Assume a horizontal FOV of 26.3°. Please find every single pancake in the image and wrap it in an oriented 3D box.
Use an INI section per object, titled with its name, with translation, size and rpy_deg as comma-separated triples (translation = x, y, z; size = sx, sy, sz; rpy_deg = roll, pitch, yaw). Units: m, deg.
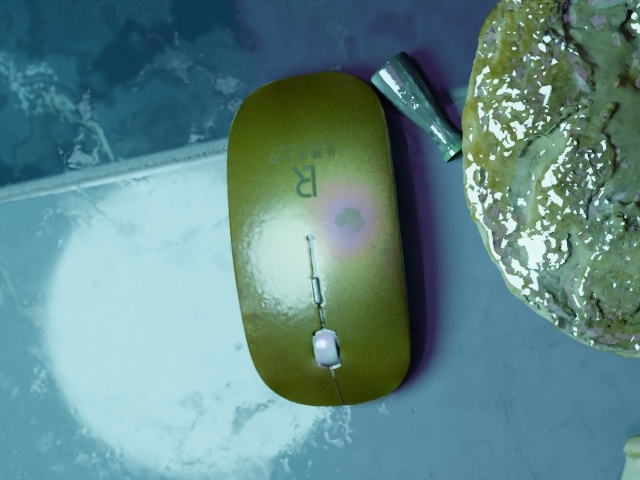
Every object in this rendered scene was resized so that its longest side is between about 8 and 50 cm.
[pancake]
translation = 0.303, -0.081, 1.184
size = 0.387, 0.082, 0.387
rpy_deg = 1, 94, 12

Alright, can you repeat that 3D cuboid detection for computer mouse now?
[computer mouse]
translation = 0.000, 0.000, 1.264
size = 0.158, 0.072, 0.310
rpy_deg = -6, 90, 15

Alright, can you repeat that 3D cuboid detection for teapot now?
[teapot]
translation = 0.096, -0.119, 1.254
size = 0.043, 0.043, 0.111
rpy_deg = -41, 84, 11

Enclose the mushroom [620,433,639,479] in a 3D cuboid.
[mushroom]
translation = 0.272, 0.331, 1.194
size = 0.109, 0.097, 0.351
rpy_deg = 18, 91, 10
